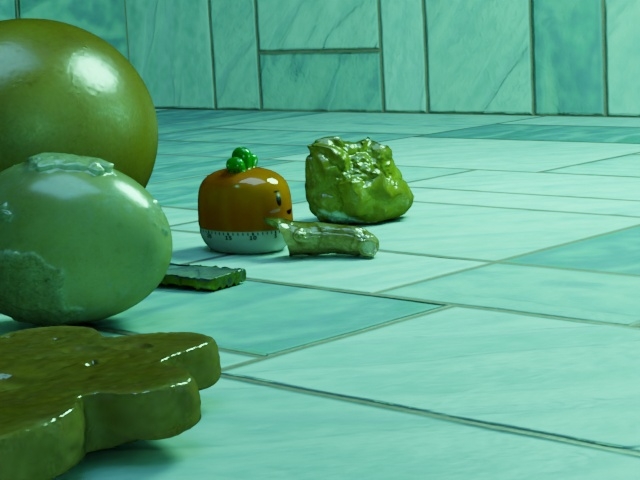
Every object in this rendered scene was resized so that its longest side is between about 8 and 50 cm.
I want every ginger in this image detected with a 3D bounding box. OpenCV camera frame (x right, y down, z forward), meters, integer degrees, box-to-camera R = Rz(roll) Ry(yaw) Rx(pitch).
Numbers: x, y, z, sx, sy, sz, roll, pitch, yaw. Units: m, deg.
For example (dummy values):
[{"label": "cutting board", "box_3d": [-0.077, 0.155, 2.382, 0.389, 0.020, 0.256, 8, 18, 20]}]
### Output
[{"label": "ginger", "box_3d": [0.001, -0.001, 1.788, 0.137, 0.044, 0.057, 5, -19, 11]}]

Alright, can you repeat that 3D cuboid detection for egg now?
[{"label": "egg", "box_3d": [-0.237, 0.003, 1.470, 0.201, 0.164, 0.164, 2, 10, 9]}, {"label": "egg", "box_3d": [-0.350, -0.111, 1.830, 0.282, 0.282, 0.351, 5, 23, 42]}]

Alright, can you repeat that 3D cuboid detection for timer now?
[{"label": "timer", "box_3d": [-0.088, -0.048, 1.863, 0.136, 0.136, 0.099, 3, 5, 35]}]

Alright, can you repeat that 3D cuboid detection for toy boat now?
[{"label": "toy boat", "box_3d": [-0.140, 0.038, 1.657, 0.115, 0.016, 0.063, 4, 11, 35]}]

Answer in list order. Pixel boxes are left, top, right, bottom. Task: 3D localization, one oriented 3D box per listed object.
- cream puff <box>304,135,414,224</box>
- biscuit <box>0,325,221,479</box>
[{"label": "cream puff", "box_3d": [0.045, -0.081, 2.051, 0.146, 0.116, 0.146, -6, 9, 1]}, {"label": "biscuit", "box_3d": [-0.218, 0.117, 1.058, 0.275, 0.052, 0.355, 0, 10, 23]}]
